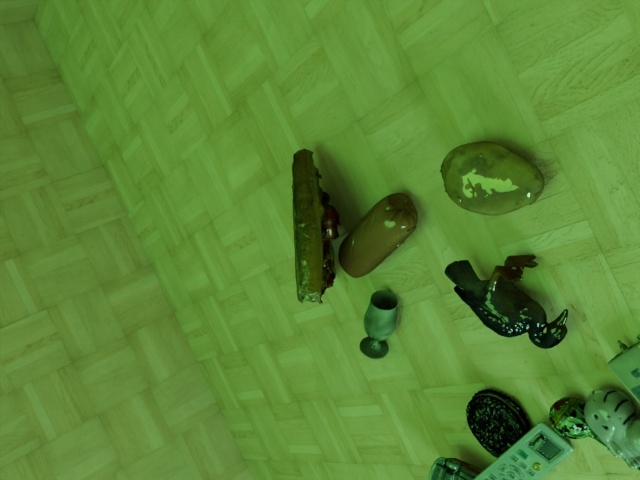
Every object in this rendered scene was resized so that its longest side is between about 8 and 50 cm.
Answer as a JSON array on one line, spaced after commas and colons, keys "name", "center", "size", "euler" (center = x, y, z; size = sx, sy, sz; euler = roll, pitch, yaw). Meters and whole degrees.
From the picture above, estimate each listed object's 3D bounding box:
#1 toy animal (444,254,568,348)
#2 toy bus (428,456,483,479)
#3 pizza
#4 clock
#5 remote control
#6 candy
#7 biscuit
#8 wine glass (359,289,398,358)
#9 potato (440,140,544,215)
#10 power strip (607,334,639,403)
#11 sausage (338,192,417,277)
[{"name": "toy animal", "center": [0.412, 0.127, 1.589], "size": [0.298, 0.122, 0.186], "euler": [16, 128, 38]}, {"name": "toy bus", "center": [0.423, 0.677, 1.915], "size": [0.265, 0.119, 0.121], "euler": [18, 96, 44]}, {"name": "pizza", "center": [0.000, 0.000, 2.012], "size": [0.406, 0.130, 0.440], "euler": [67, -161, -67]}, {"name": "clock", "center": [0.638, 0.379, 1.486], "size": [0.176, 0.080, 0.117], "euler": [51, 145, 17]}, {"name": "remote control", "center": [0.480, 0.556, 1.747], "size": [0.103, 0.051, 0.293], "euler": [39, 118, 2]}, {"name": "candy", "center": [0.636, 0.458, 1.555], "size": [0.305, 0.083, 0.091], "euler": [39, 102, 21]}, {"name": "biscuit", "center": [0.453, 0.471, 1.817], "size": [0.194, 0.053, 0.195], "euler": [31, 134, 38]}, {"name": "wine glass", "center": [0.166, 0.237, 2.018], "size": [0.093, 0.092, 0.202], "euler": [40, 139, 31]}, {"name": "potato", "center": [0.352, -0.123, 1.504], "size": [0.234, 0.128, 0.161], "euler": [32, 139, 31]}, {"name": "power strip", "center": [0.711, 0.344, 1.398], "size": [0.367, 0.043, 0.106], "euler": [53, 144, 17]}, {"name": "sausage", "center": [0.148, -0.012, 1.855], "size": [0.121, 0.121, 0.304], "euler": [56, 144, 12]}]
